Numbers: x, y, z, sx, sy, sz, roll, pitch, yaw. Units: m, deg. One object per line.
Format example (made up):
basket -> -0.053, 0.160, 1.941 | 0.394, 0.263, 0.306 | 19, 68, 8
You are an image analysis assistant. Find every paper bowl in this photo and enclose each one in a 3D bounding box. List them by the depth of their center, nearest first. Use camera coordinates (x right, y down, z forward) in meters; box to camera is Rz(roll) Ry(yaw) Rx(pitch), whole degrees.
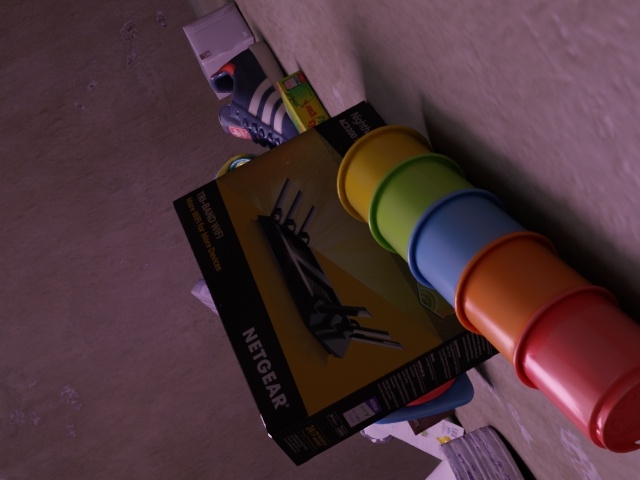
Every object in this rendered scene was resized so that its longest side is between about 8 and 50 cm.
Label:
paper bowl -> 0.254, 0.446, 1.045 | 0.284, 0.148, 0.284 | 158, 90, -89

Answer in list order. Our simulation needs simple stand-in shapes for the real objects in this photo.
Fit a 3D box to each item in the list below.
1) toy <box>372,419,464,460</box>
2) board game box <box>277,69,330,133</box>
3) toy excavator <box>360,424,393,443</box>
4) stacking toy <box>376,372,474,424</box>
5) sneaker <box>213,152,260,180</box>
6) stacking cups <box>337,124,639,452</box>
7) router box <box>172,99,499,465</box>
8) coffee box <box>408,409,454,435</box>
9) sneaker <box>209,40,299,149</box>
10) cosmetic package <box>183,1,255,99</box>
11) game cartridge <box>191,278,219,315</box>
toy -> 0.214, 0.402, 1.526 | 0.237, 0.056, 0.136 | 23, 133, 29
board game box -> -0.003, -0.168, 1.069 | 0.181, 0.043, 0.092 | 61, 176, 19
toy excavator -> 0.050, 0.245, 1.750 | 0.222, 0.433, 0.445 | 1, -85, -70
stacking toy -> 0.102, 0.080, 0.878 | 0.175, 0.166, 0.301 | -108, 8, -51
sneaker -> -0.088, -0.105, 1.320 | 0.127, 0.319, 0.208 | 40, 144, 18
stacking cups -> 0.107, 0.019, 0.475 | 0.096, 0.096, 0.316 | 64, 176, -36
router box -> 0.014, 0.023, 0.676 | 0.309, 0.243, 0.081 | 58, 175, 39
coffee box -> 0.175, 0.269, 1.456 | 0.141, 0.098, 0.246 | 64, 176, -39
sneaker -> -0.096, -0.209, 1.250 | 0.350, 0.148, 0.131 | 59, 176, 31
cosmetic package -> -0.212, -0.416, 1.515 | 0.107, 0.127, 0.238 | 61, 175, 8
game cartridge -> -0.141, 0.183, 1.602 | 0.355, 0.068, 0.230 | 7, 144, 52
